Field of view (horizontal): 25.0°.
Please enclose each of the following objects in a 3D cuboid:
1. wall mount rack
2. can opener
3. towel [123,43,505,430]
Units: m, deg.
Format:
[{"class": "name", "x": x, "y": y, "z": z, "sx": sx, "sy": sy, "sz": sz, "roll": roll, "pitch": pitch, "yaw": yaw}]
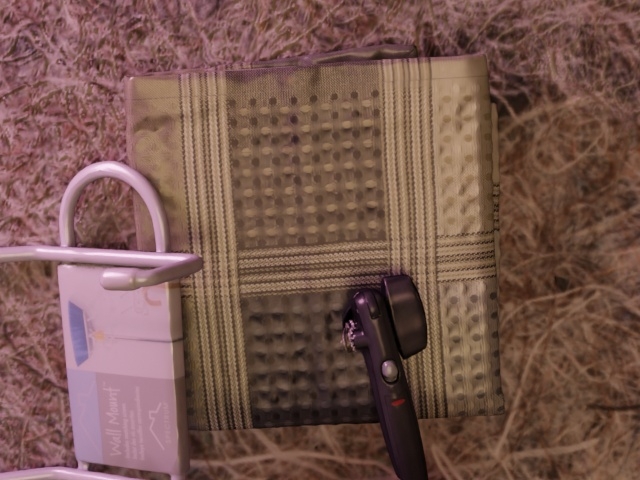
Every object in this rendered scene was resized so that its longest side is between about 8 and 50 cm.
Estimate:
[{"class": "wall mount rack", "x": -0.234, "y": 0.114, "z": 1.192, "sx": 0.304, "sy": 0.130, "sz": 0.350, "roll": 2, "pitch": 100, "yaw": 29}, {"class": "can opener", "x": 0.061, "y": 0.123, "z": 1.191, "sx": 0.073, "sy": 0.059, "sz": 0.186, "roll": -10, "pitch": 101, "yaw": 1}, {"class": "towel", "x": 0.000, "y": 0.000, "z": 1.224, "sx": 0.312, "sy": 0.056, "sz": 0.324, "roll": -3, "pitch": 102, "yaw": 0}]
